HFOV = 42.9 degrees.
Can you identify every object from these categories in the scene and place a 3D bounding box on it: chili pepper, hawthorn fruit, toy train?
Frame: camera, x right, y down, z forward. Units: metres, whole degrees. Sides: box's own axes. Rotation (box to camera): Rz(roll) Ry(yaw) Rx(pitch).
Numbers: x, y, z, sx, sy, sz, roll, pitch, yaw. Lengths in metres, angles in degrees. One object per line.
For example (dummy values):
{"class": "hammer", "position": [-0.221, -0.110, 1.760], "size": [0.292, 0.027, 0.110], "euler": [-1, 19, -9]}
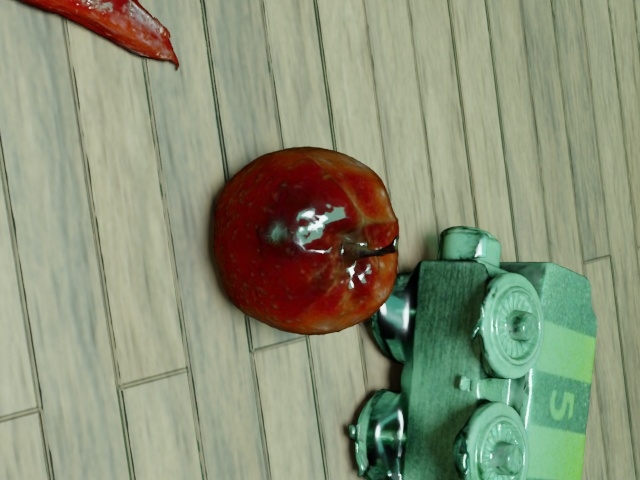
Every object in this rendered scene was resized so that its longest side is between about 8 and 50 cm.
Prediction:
{"class": "chili pepper", "position": [-0.204, -0.197, 0.588], "size": [0.268, 0.050, 0.059], "euler": [28, 55, -34]}
{"class": "hawthorn fruit", "position": [0.000, 0.000, 0.647], "size": [0.157, 0.194, 0.157], "euler": [-2, 94, -28]}
{"class": "toy train", "position": [0.161, 0.144, 0.786], "size": [0.238, 0.167, 0.299], "euler": [18, 78, -42]}
